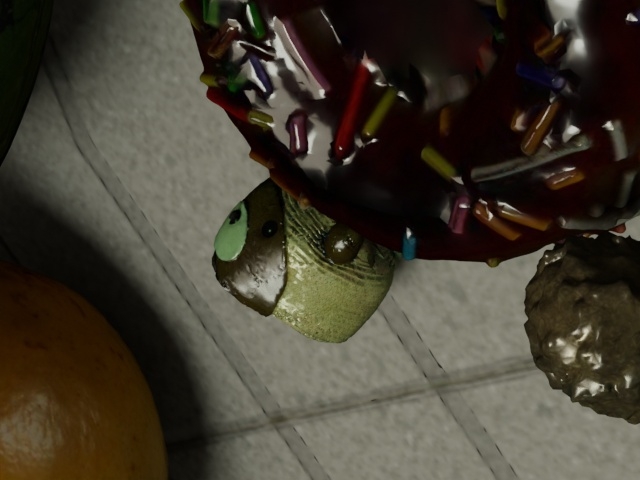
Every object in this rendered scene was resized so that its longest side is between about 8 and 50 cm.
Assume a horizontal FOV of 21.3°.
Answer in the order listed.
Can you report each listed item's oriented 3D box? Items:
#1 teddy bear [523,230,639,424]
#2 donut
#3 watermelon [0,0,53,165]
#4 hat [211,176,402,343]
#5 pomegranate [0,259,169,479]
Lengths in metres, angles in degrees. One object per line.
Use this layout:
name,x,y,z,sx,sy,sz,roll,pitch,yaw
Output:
teddy bear,0.206,0.043,0.548,0.251,0.129,0.182,35,90,28
donut,0.044,-0.092,0.629,0.235,0.089,0.235,19,125,29
watermelon,-0.277,-0.123,0.689,0.363,0.363,0.363,20,127,29
hat,-0.001,0.000,0.732,0.076,0.077,0.059,35,114,-4
pomegranate,-0.201,0.135,0.845,0.264,0.264,0.264,20,127,29
